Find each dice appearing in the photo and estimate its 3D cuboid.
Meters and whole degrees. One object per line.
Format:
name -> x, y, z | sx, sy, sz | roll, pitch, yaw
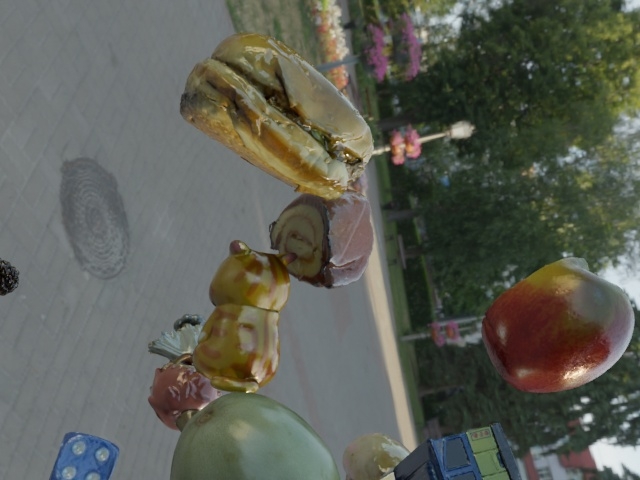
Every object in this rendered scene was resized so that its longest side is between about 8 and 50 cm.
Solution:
dice -> -0.614, 0.584, 1.600 | 0.143, 0.146, 0.147 | -40, -150, 56

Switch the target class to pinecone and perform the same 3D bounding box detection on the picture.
pinecone -> -0.549, 0.061, 1.045 | 0.083, 0.077, 0.077 | -10, 88, -68

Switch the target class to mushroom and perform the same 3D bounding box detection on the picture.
mushroom -> 0.120, 0.552, 1.561 | 0.162, 0.236, 0.173 | 58, -15, 36

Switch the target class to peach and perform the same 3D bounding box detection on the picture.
peach -> 0.247, 0.093, 0.649 | 0.118, 0.151, 0.151 | -55, 138, -46

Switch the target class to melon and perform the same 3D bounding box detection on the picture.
melon -> -0.093, 0.377, 0.924 | 0.272, 0.271, 0.308 | -86, 176, -59

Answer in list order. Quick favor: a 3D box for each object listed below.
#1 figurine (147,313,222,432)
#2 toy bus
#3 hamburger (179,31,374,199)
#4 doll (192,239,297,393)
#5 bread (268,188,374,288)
figurine -> -0.287, 0.305, 1.365 | 0.207, 0.166, 0.387 | 45, 12, -23
toy bus -> 0.261, 0.473, 1.222 | 0.288, 0.175, 0.138 | 105, -28, -57
hamburger -> -0.077, -0.193, 1.016 | 0.304, 0.174, 0.284 | 40, -13, -24
doll -> -0.142, 0.149, 1.161 | 0.166, 0.162, 0.270 | 17, 70, -41
bread -> 0.000, -0.013, 1.227 | 0.244, 0.123, 0.190 | 13, -80, 56
